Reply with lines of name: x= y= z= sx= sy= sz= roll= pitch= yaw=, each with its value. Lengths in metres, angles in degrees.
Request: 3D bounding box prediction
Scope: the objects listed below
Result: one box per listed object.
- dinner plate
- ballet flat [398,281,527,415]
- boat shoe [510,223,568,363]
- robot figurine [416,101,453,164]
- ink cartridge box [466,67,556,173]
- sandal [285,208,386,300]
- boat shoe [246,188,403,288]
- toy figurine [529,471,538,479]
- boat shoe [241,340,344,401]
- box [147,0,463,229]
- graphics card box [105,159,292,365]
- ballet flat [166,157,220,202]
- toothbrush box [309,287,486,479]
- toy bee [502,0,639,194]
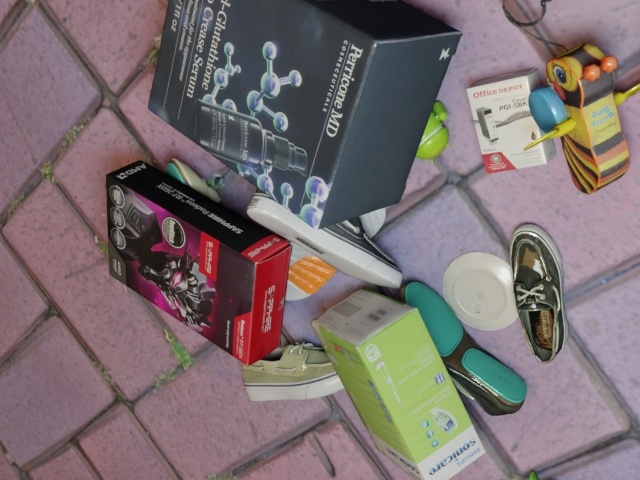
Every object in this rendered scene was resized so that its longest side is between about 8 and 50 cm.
dinner plate: x=0.265 y=0.086 z=1.471 sx=0.141 sy=0.017 sz=0.141 roll=13 pitch=117 yaw=27
ballet flat: x=0.219 y=0.194 z=1.499 sx=0.280 sy=0.095 sz=0.096 roll=46 pitch=142 yaw=6
boat shoe: x=0.340 y=0.084 z=1.389 sx=0.078 sy=0.070 sz=0.219 roll=-9 pitch=106 yaw=31
robot figurine: x=0.153 y=-0.175 z=1.395 sx=0.101 sy=0.067 sz=0.115 roll=-43 pitch=85 yaw=24
ink cartridge box: x=0.283 y=-0.176 z=1.324 sx=0.099 sy=0.056 sz=0.135 roll=-8 pitch=106 yaw=33
sandal: x=0.007 y=0.007 z=1.563 sx=0.265 sy=0.076 sz=0.102 roll=-37 pitch=105 yaw=16
boat shoe: x=0.024 y=-0.020 z=1.457 sx=0.301 sy=0.102 sz=0.108 roll=30 pitch=165 yaw=-21
toy figurine: x=0.444 y=0.461 z=1.484 sx=0.159 sy=0.130 sz=0.173 roll=-14 pitch=78 yaw=21
boat shoe: x=-0.041 y=0.237 z=1.661 sx=0.302 sy=0.109 sz=0.094 roll=-16 pitch=99 yaw=37
box: x=-0.040 y=-0.252 z=1.344 sx=0.395 sy=0.212 sz=0.293 roll=35 pitch=124 yaw=28
graphics card box: x=-0.226 y=0.034 z=1.582 sx=0.371 sy=0.094 sz=0.233 roll=30 pitch=131 yaw=28
ballet flat: x=-0.218 y=-0.045 z=1.662 sx=0.086 sy=0.086 sz=0.248 roll=0 pitch=114 yaw=31
toothbrush box: x=0.124 y=0.239 z=1.472 sx=0.283 sy=0.122 sz=0.206 roll=64 pitch=164 yaw=-15
toy bee: x=0.343 y=-0.191 z=1.198 sx=0.298 sy=0.162 sz=0.195 roll=42 pitch=89 yaw=-16
